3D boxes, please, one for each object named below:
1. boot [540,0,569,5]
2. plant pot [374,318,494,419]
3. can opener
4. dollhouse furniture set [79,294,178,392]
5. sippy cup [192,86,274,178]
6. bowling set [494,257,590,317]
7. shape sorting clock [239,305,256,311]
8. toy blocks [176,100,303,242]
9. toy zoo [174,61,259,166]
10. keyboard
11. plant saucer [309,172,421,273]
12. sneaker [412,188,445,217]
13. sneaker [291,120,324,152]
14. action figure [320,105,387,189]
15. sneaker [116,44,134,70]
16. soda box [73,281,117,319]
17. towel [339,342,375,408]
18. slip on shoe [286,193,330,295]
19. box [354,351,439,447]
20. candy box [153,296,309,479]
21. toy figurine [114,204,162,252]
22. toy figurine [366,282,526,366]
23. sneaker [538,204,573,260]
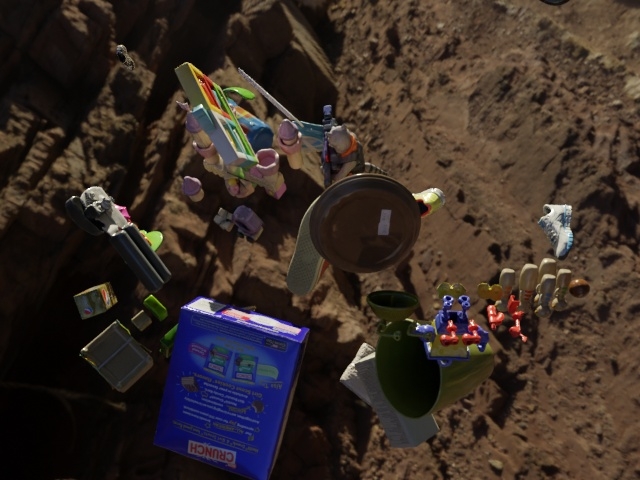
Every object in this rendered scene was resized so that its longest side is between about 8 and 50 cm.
[{"bbox_3d":[0.352,-0.488,0.925,0.096,0.264,0.280,-46,-12,27],"label":"boot"},{"bbox_3d":[0.358,0.357,1.582,0.275,0.293,0.275,-2,88,57],"label":"plant pot"},{"bbox_3d":[-0.455,0.000,1.239,0.093,0.280,0.074,-29,16,28],"label":"can opener"},{"bbox_3d":[-0.646,0.368,1.886,0.301,0.197,0.151,-44,-5,-27],"label":"dollhouse furniture set"},{"bbox_3d":[-0.300,-0.373,1.949,0.240,0.224,0.305,-56,-19,-20],"label":"sippy cup"},{"bbox_3d":[0.653,0.163,1.555,0.200,0.287,0.154,26,117,51],"label":"bowling set"},{"bbox_3d":[-0.303,0.256,1.738,0.206,0.206,0.040,-28,79,51],"label":"shape sorting clock"},{"bbox_3d":[-0.231,-0.220,1.412,0.309,0.288,0.260,-60,-18,-20],"label":"toy blocks"},{"bbox_3d":[-0.197,-0.234,1.051,0.030,0.192,0.293,-27,4,5],"label":"toy zoo"},{"bbox_3d":[-0.141,-0.404,1.525,0.256,0.072,0.014,46,104,25],"label":"keyboard"},{"bbox_3d":[0.111,-0.030,1.322,0.278,0.278,0.041,-51,20,22],"label":"plant saucer"},{"bbox_3d":[0.267,-0.095,1.621,0.208,0.081,0.094,-22,14,44],"label":"sneaker"},{"bbox_3d":[-0.013,-0.366,1.985,0.092,0.228,0.087,112,173,-59],"label":"sneaker"},{"bbox_3d":[0.102,-0.307,1.841,0.178,0.330,0.341,-9,68,18],"label":"action figure"},{"bbox_3d":[-0.569,-0.522,1.566,0.032,0.083,0.037,-8,55,9],"label":"sneaker"},{"bbox_3d":[-0.565,0.149,1.365,0.058,0.061,0.181,-20,5,-12],"label":"soda box"},{"bbox_3d":[0.230,0.555,2.088,0.187,0.282,0.049,-51,-1,-27],"label":"towel"},{"bbox_3d":[0.000,0.000,1.517,0.101,0.123,0.331,-29,-36,-65],"label":"slip on shoe"},{"bbox_3d":[0.251,0.521,1.806,0.148,0.121,0.311,-38,74,59],"label":"box"},{"bbox_3d":[-0.190,0.314,1.162,0.122,0.268,0.317,-25,-50,-79],"label":"candy box"},{"bbox_3d":[-0.558,-0.038,1.543,0.130,0.159,0.173,-41,38,-12],"label":"toy figurine"},{"bbox_3d":[0.291,0.246,1.311,0.191,0.362,0.217,-91,1,-53],"label":"toy figurine"},{"bbox_3d":[0.635,-0.025,1.470,0.071,0.083,0.191,98,-173,-50],"label":"sneaker"}]
